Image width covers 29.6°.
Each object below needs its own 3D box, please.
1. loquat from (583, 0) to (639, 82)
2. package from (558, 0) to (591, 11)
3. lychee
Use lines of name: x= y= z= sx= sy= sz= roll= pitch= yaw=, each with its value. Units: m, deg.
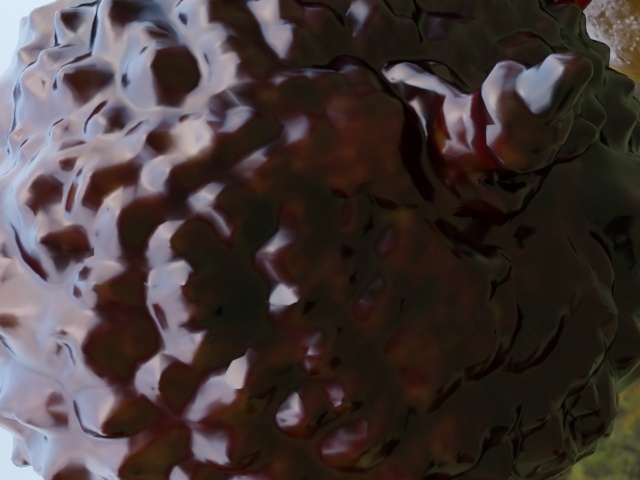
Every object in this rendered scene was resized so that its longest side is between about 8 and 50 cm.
loquat: x=0.304 y=-0.232 z=1.077 sx=0.187 sy=0.234 sz=0.176 roll=-49 pitch=28 yaw=22
package: x=0.081 y=-0.189 z=0.903 sx=0.123 sy=0.196 sz=0.423 roll=-47 pitch=4 yaw=-37
lychee: x=0.000 y=0.000 z=0.704 sx=0.500 sy=0.425 sz=0.424 roll=-29 pitch=38 yaw=67
